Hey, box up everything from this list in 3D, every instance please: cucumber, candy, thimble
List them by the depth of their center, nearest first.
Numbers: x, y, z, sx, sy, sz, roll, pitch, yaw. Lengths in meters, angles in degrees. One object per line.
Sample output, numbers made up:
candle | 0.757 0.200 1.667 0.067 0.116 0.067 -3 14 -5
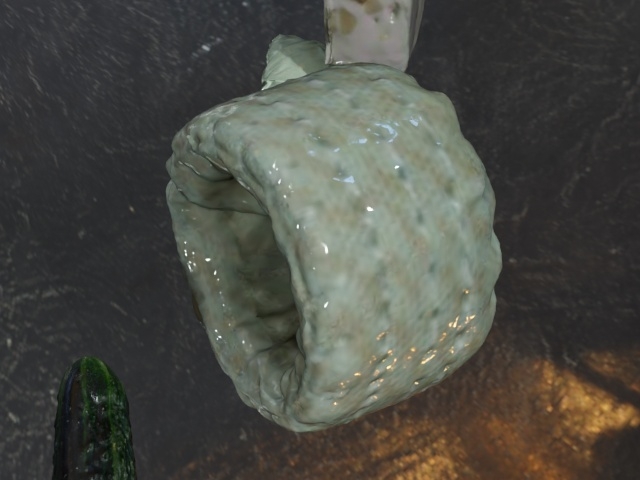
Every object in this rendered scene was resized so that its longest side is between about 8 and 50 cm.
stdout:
cucumber | -0.184 0.205 0.819 0.074 0.241 0.074 -9 144 -6
thimble | 0.000 0.000 0.843 0.195 0.291 0.291 -18 115 -29
candy | 0.077 -0.355 1.445 0.137 0.195 0.185 5 127 9

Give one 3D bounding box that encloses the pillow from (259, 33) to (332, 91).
pillow | 0.022 -0.177 1.528 0.283 0.310 0.138 18 139 -13
